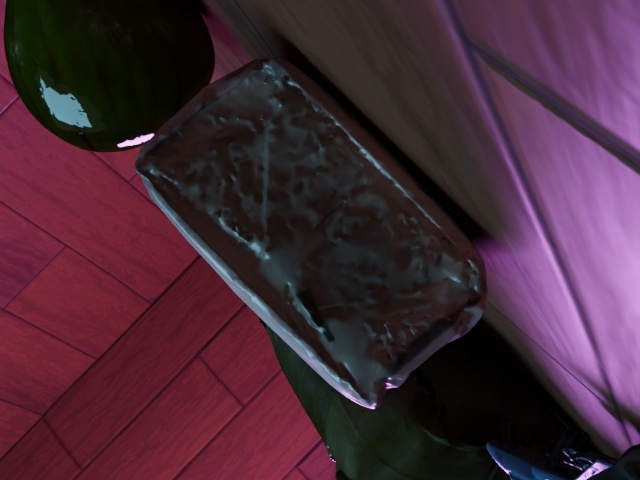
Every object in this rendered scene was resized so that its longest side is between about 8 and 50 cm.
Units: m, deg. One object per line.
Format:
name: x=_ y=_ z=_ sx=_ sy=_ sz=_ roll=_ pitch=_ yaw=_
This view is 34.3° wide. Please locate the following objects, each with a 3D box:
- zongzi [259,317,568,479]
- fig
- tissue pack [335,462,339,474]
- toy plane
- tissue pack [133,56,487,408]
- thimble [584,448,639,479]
zongzi: x=0.127 y=0.144 z=1.163 sx=0.393 sy=0.174 sz=0.356 roll=17 pitch=-151 yaw=-38
fig: x=-0.165 y=-0.189 z=0.731 sx=0.151 sy=0.151 sz=0.259 roll=41 pitch=149 yaw=57
tissue pack: x=0.205 y=0.337 z=1.317 sx=0.387 sy=0.267 sz=0.277 roll=46 pitch=-167 yaw=34
toy plane: x=0.211 y=0.185 z=0.769 sx=0.169 sy=0.078 sz=0.246 roll=46 pitch=171 yaw=-29
tissue pack: x=-0.002 y=-0.002 z=0.689 sx=0.201 sy=0.124 sz=0.271 roll=43 pitch=179 yaw=2
thimble: x=0.169 y=0.226 z=0.480 sx=0.143 sy=0.235 sz=0.198 roll=46 pitch=144 yaw=-21
